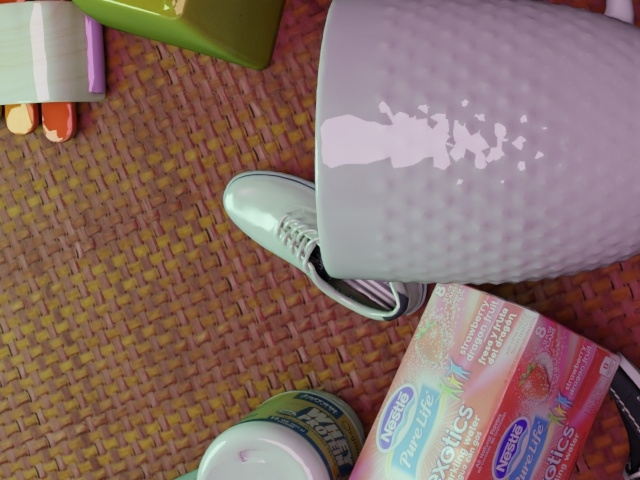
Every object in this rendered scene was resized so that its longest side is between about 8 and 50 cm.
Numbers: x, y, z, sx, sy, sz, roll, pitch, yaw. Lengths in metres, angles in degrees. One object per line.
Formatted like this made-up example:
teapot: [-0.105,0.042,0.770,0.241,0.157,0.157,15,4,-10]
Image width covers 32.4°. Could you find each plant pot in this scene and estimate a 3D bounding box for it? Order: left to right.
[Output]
plant pot: [-0.157,-0.313,1.170,0.212,0.187,0.212,18,100,14]

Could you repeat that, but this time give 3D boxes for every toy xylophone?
toy xylophone: [-0.409,-0.244,1.310,0.322,0.081,0.236,7,98,16]

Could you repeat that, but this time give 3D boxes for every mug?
mug: [0.178,-0.142,1.048,0.327,0.276,0.374,2,90,8]

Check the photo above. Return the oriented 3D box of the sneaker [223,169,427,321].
sneaker: [0.000,0.000,1.206,0.258,0.091,0.094,29,104,12]

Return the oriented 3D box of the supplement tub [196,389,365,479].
supplement tub: [-0.034,0.244,1.188,0.144,0.199,0.144,2,97,17]

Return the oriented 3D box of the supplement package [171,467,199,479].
supplement package: [-0.225,0.390,1.260,0.261,0.204,0.145,-26,90,18]

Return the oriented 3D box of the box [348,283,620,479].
box: [0.148,0.209,1.092,0.142,0.154,0.300,21,87,50]

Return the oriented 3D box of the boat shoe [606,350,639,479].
boat shoe: [0.361,0.255,1.114,0.091,0.114,0.303,-35,85,12]
